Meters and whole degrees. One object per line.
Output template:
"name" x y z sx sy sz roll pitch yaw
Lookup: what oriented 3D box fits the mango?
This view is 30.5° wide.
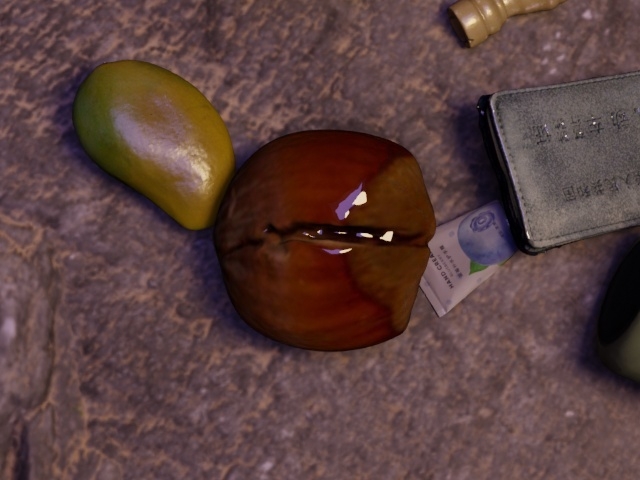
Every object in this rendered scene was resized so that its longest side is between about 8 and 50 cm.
"mango" -0.159 -0.102 1.173 0.191 0.085 0.122 37 72 -6

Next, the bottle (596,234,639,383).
"bottle" 0.450 0.111 1.116 0.347 0.168 0.169 23 82 -1

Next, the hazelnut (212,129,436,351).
"hazelnut" -0.001 0.000 1.113 0.180 0.181 0.212 3 91 -21

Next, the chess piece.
"chess piece" 0.195 -0.249 1.214 0.122 0.066 0.066 -33 84 -1

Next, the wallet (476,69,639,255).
"wallet" 0.269 -0.083 1.175 0.222 0.036 0.167 -11 82 -22

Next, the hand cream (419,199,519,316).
"hand cream" 0.157 0.005 1.184 0.142 0.053 0.084 -33 84 4
